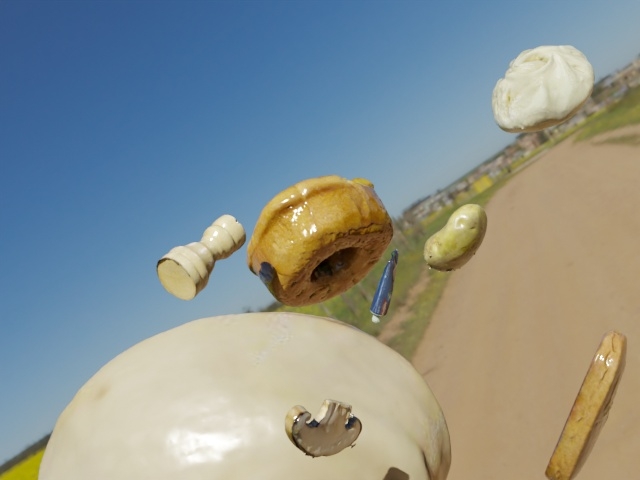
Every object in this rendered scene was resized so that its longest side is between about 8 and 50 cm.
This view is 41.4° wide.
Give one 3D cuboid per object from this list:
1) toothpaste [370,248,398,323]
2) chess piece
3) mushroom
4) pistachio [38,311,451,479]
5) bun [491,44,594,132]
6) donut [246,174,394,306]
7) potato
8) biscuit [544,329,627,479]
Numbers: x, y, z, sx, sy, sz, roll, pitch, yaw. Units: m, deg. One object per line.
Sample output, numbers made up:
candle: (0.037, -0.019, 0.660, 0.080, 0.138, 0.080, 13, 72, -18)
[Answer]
toothpaste: (0.069, 0.050, 0.898, 0.027, 0.019, 0.083, -39, -34, -62)
chess piece: (-0.149, 0.016, 1.090, 0.066, 0.066, 0.122, -36, 8, 49)
mushroom: (0.003, 0.153, 0.690, 0.101, 0.019, 0.049, 28, -93, -52)
pistachio: (-0.076, 0.261, 0.924, 0.445, 0.366, 0.281, -10, -2, 0)
bun: (0.353, -0.259, 1.388, 0.183, 0.102, 0.183, -26, 30, 16)
donut: (0.000, 0.001, 1.268, 0.226, 0.114, 0.227, -26, -29, -15)
potato: (0.229, 0.001, 1.415, 0.091, 0.070, 0.138, -10, -32, -41)
biscuit: (0.416, 0.226, 1.262, 0.277, 0.052, 0.262, -31, -40, -58)
